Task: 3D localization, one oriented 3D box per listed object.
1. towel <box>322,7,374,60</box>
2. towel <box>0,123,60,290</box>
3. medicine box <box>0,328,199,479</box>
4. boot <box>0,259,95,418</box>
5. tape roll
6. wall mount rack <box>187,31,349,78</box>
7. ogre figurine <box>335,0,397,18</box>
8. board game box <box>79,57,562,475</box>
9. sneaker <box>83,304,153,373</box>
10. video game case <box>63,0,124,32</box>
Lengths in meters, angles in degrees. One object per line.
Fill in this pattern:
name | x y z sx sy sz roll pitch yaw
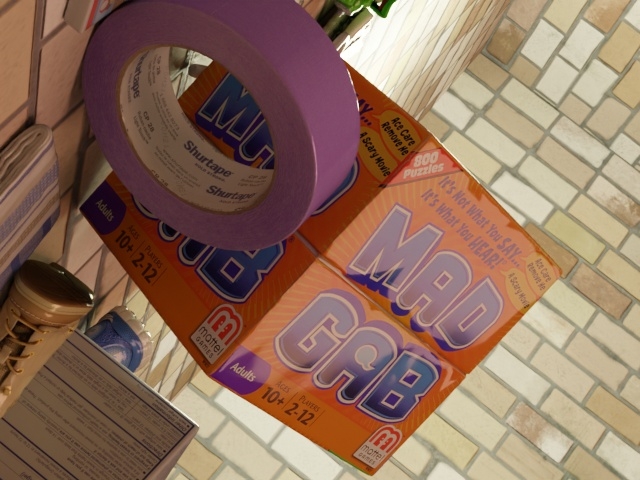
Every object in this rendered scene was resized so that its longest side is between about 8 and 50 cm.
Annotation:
towel | -0.008 -0.260 2.340 0.324 0.056 0.312 -52 177 -6
towel | -0.345 0.000 1.509 0.209 0.034 0.285 -52 176 -18
medicine box | -0.364 0.295 2.000 0.289 0.263 0.149 -45 171 -46
boot | -0.370 0.124 1.747 0.203 0.095 0.262 -51 -176 -2
tape roll | -0.100 -0.127 1.431 0.090 0.275 0.275 -45 171 -42
wall mount rack | -0.112 -0.157 1.951 0.350 0.130 0.304 -56 176 29
ogre figurine | 0.081 -0.392 2.114 0.197 0.096 0.118 -57 171 -51
board game box | 0.000 0.000 1.783 0.356 0.356 0.356 -48 137 3
sneaker | -0.387 0.235 2.311 0.147 0.130 0.330 -27 156 -41
video game case | -0.117 -0.327 1.324 0.285 0.025 0.204 -47 172 -40
